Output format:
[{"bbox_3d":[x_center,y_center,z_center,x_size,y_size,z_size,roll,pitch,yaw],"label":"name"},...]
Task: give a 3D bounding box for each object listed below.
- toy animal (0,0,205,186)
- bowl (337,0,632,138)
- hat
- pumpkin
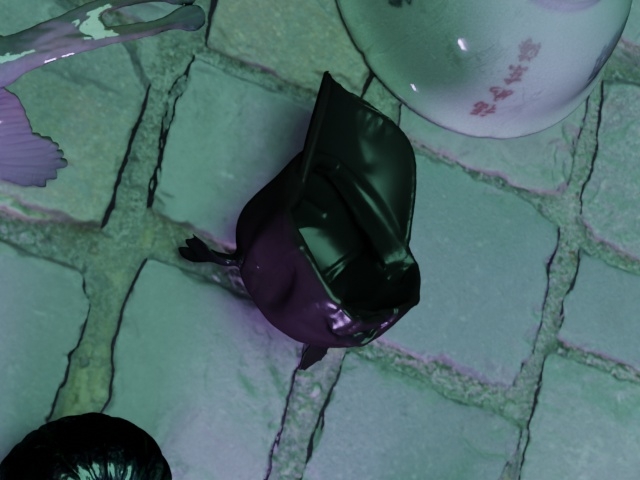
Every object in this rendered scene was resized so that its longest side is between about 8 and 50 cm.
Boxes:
[{"bbox_3d":[-0.306,-0.167,1.705,0.302,0.284,0.225,-24,95,-57],"label":"toy animal"},{"bbox_3d":[0.245,-0.352,2.111,0.435,0.196,0.434,5,79,-26],"label":"bowl"},{"bbox_3d":[-0.018,-0.011,1.951,0.238,0.209,0.336,31,48,-41],"label":"hat"},{"bbox_3d":[-0.246,0.274,1.769,0.202,0.140,0.202,-4,97,-33],"label":"pumpkin"}]
